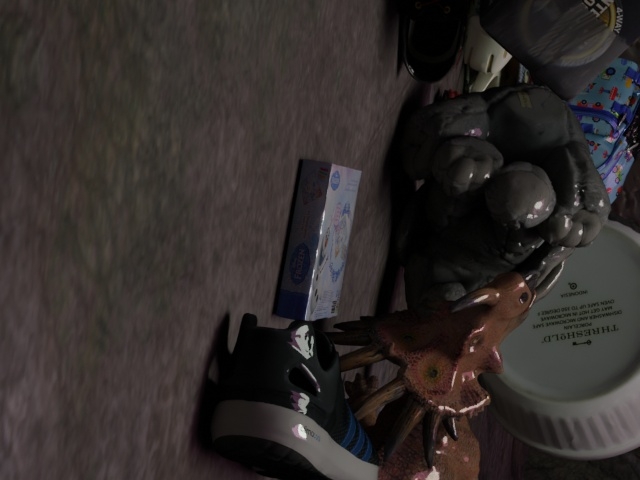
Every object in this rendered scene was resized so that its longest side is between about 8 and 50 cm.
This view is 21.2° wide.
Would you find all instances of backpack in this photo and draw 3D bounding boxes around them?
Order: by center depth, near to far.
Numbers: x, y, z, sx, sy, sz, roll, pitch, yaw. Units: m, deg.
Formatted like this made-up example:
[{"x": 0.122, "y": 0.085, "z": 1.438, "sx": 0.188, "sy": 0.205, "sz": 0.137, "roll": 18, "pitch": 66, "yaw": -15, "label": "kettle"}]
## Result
[{"x": 0.282, "y": -0.118, "z": 1.944, "sx": 0.173, "sy": 0.158, "sz": 0.117, "roll": -61, "pitch": 154, "yaw": -23, "label": "backpack"}]

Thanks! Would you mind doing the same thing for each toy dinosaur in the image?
[{"x": 0.040, "y": 0.158, "z": 1.079, "sx": 0.200, "sy": 0.127, "sz": 0.296, "roll": 70, "pitch": 37, "yaw": -69, "label": "toy dinosaur"}]

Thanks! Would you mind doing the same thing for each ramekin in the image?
[{"x": 0.285, "y": 0.095, "z": 1.882, "sx": 0.127, "sy": 0.273, "sz": 0.273, "roll": 49, "pitch": 52, "yaw": -62, "label": "ramekin"}]

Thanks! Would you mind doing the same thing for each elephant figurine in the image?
[{"x": 0.115, "y": 0.008, "z": 1.308, "sx": 0.169, "sy": 0.186, "sz": 0.239, "roll": 55, "pitch": -35, "yaw": 37, "label": "elephant figurine"}]

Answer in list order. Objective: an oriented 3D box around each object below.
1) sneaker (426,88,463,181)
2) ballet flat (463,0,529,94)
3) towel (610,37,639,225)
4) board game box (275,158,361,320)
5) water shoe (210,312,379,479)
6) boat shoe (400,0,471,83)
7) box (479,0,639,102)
[{"x": 0.140, "y": -0.031, "z": 1.454, "sx": 0.225, "sy": 0.092, "sz": 0.088, "roll": 85, "pitch": 20, "yaw": -55, "label": "sneaker"}, {"x": 0.152, "y": -0.157, "z": 1.488, "sx": 0.188, "sy": 0.070, "sz": 0.070, "roll": 76, "pitch": 27, "yaw": -57, "label": "ballet flat"}, {"x": 0.383, "y": -0.180, "z": 2.031, "sx": 0.053, "sy": 0.332, "sz": 0.317, "roll": -10, "pitch": 116, "yaw": -35, "label": "towel"}, {"x": 0.000, "y": 0.000, "z": 0.988, "sx": 0.090, "sy": 0.020, "sz": 0.090, "roll": 3, "pitch": 97, "yaw": -78, "label": "board game box"}, {"x": -0.004, "y": 0.089, "z": 0.920, "sx": 0.203, "sy": 0.073, "sz": 0.080, "roll": 56, "pitch": 44, "yaw": -75, "label": "water shoe"}, {"x": 0.081, "y": -0.164, "z": 1.158, "sx": 0.133, "sy": 0.049, "sz": 0.042, "roll": 94, "pitch": 4, "yaw": -48, "label": "boat shoe"}, {"x": 0.248, "y": -0.303, "z": 1.193, "sx": 0.318, "sy": 0.097, "sz": 0.395, "roll": -42, "pitch": -163, "yaw": 24, "label": "box"}]
